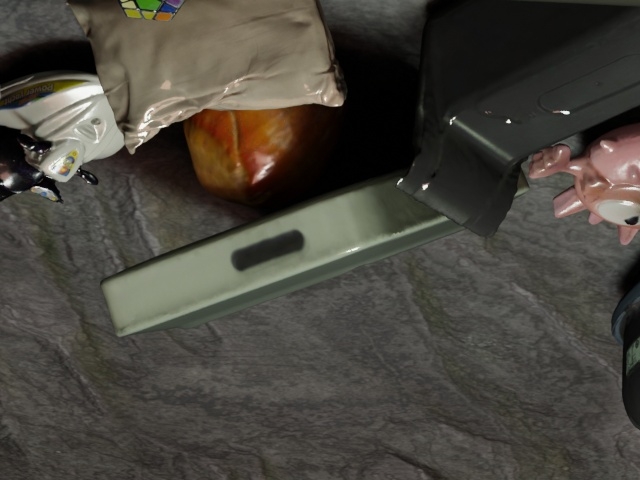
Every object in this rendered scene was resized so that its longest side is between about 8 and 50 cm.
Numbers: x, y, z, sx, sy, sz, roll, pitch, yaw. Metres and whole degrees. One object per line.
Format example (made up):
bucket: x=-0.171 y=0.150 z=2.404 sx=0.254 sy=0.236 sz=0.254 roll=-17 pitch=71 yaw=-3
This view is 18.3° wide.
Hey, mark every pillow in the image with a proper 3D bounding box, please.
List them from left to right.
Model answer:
pillow: x=-0.114 y=-0.186 z=1.933 sx=0.270 sy=0.173 sz=0.067 roll=-13 pitch=-178 yaw=25

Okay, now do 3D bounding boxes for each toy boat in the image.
toy boat: x=-0.311 y=-0.103 z=2.121 sx=0.269 sy=0.141 sz=0.141 roll=-7 pitch=152 yaw=45

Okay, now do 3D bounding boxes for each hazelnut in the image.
hazelnut: x=-0.052 y=-0.116 z=2.034 sx=0.182 sy=0.182 sz=0.182 roll=2 pitch=151 yaw=1

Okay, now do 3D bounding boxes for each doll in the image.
doll: x=0.352 y=-0.070 z=2.147 sx=0.262 sy=0.093 sz=0.211 roll=9 pitch=148 yaw=-21

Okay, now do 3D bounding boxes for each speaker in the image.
speaker: x=0.256 y=-0.169 z=1.892 sx=0.180 sy=0.184 sz=0.388 roll=27 pitch=142 yaw=-35

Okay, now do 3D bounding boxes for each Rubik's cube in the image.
Rubik's cube: x=-0.156 y=-0.259 z=1.860 sx=0.093 sy=0.111 sz=0.111 roll=-28 pitch=148 yaw=-3

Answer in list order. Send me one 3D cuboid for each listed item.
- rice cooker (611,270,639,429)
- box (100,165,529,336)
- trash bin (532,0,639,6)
rice cooker: x=0.480 y=0.135 z=2.369 sx=0.267 sy=0.224 sz=0.267 roll=4 pitch=151 yaw=2
box: x=0.000 y=0.000 z=2.129 sx=0.367 sy=0.090 sz=0.373 roll=-19 pitch=179 yaw=35
trash bin: x=0.251 y=-0.290 z=1.654 sx=0.334 sy=0.214 sz=0.214 roll=2 pitch=151 yaw=11
